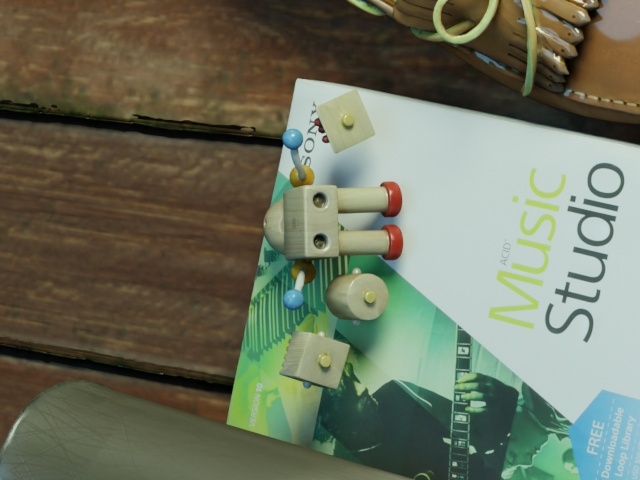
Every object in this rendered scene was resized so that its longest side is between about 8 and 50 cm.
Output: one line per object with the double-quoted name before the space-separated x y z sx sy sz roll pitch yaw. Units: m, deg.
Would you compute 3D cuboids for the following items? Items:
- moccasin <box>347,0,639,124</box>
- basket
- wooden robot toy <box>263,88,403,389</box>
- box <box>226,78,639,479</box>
"moccasin" 0.088 -0.172 1.092 0.380 0.147 0.139 34 105 26
"basket" -0.050 0.184 1.130 0.227 0.204 0.154 6 49 33
"wooden robot toy" 0.000 0.000 1.135 0.079 0.076 0.173 175 96 -65
"box" 0.106 0.045 1.126 0.322 0.058 0.232 14 95 31
